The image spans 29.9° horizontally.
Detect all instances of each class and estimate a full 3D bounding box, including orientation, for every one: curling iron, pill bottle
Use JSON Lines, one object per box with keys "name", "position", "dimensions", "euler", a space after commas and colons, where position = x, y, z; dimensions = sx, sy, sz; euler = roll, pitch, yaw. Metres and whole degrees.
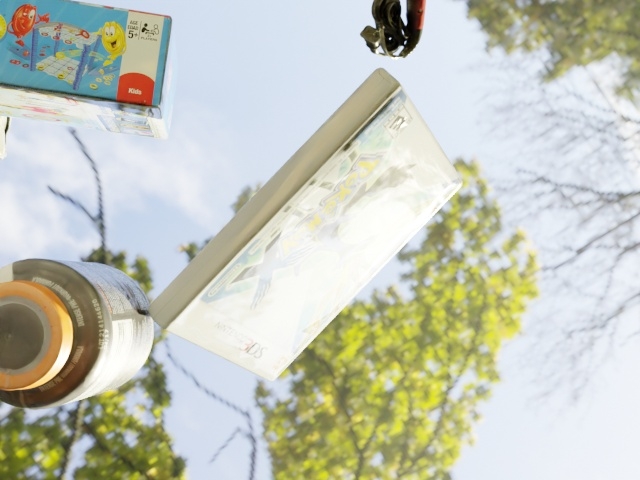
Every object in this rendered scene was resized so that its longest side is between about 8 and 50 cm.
{"name": "curling iron", "position": [0.079, -0.276, 1.041], "dimensions": [0.035, 0.274, 0.068], "euler": [29, -138, 27]}
{"name": "pill bottle", "position": [-0.236, 0.081, 1.071], "dimensions": [0.130, 0.130, 0.245], "euler": [58, -178, 5]}

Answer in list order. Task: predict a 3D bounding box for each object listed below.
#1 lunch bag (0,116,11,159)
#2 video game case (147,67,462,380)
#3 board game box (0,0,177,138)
{"name": "lunch bag", "position": [-0.496, -0.263, 1.558], "dimensions": [0.256, 0.212, 0.305], "euler": [17, -92, -33]}
{"name": "video game case", "position": [0.000, 0.000, 1.277], "dimensions": [0.036, 0.329, 0.300], "euler": [44, -179, 25]}
{"name": "board game box", "position": [-0.299, -0.177, 1.199], "dimensions": [0.301, 0.308, 0.086], "euler": [8, -91, -6]}
